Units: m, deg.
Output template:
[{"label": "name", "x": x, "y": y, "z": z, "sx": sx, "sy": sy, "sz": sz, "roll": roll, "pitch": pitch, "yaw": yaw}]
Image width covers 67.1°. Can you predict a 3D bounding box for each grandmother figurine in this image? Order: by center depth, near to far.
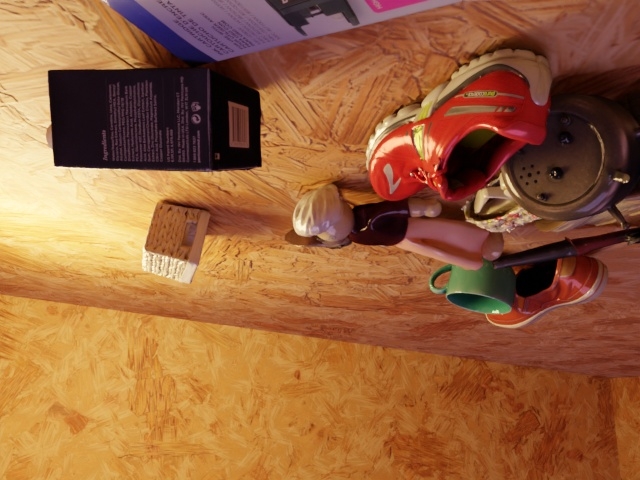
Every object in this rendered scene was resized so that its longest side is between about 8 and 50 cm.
[{"label": "grandmother figurine", "x": 0.123, "y": -0.020, "z": 0.785, "sx": 0.342, "sy": 0.104, "sz": 0.208, "roll": 8, "pitch": 151, "yaw": -16}]

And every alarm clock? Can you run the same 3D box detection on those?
[{"label": "alarm clock", "x": 0.242, "y": -0.092, "z": 0.515, "sx": 0.064, "sy": 0.129, "sz": 0.192, "roll": -10, "pitch": -154, "yaw": -35}]

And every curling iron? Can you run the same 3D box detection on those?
[{"label": "curling iron", "x": 0.421, "y": 0.006, "z": 0.790, "sx": 0.274, "sy": 0.035, "sz": 0.068, "roll": -11, "pitch": 167, "yaw": 12}]

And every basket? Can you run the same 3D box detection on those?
[{"label": "basket", "x": -0.286, "y": 0.007, "z": 0.944, "sx": 0.103, "sy": 0.113, "sz": 0.167, "roll": 14, "pitch": 158, "yaw": -15}]

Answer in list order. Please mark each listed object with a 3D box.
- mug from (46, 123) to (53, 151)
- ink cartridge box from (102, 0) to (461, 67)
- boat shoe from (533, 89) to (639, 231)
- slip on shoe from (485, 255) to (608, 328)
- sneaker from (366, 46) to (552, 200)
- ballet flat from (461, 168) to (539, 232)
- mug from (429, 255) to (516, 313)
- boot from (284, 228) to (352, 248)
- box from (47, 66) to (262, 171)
[{"label": "mug", "x": -0.307, "y": -0.147, "z": 0.628, "sx": 0.064, "sy": 0.078, "sz": 0.062, "roll": -25, "pitch": 112, "yaw": 40}, {"label": "ink cartridge box", "x": -0.082, "y": -0.198, "z": 0.304, "sx": 0.311, "sy": 0.065, "sz": 0.186, "roll": 9, "pitch": 167, "yaw": 41}, {"label": "boat shoe", "x": 0.357, "y": -0.082, "z": 0.545, "sx": 0.098, "sy": 0.109, "sz": 0.302, "roll": -1, "pitch": 163, "yaw": -7}, {"label": "slip on shoe", "x": 0.446, "y": 0.103, "z": 1.025, "sx": 0.101, "sy": 0.123, "sz": 0.331, "roll": 24, "pitch": 155, "yaw": -4}, {"label": "sneaker", "x": 0.132, "y": -0.094, "z": 0.540, "sx": 0.107, "sy": 0.118, "sz": 0.279, "roll": 13, "pitch": 159, "yaw": -19}, {"label": "ballet flat", "x": 0.256, "y": -0.063, "z": 0.626, "sx": 0.077, "sy": 0.091, "sz": 0.241, "roll": 3, "pitch": 161, "yaw": -6}, {"label": "mug", "x": 0.320, "y": 0.080, "z": 0.991, "sx": 0.157, "sy": 0.097, "sz": 0.129, "roll": 20, "pitch": 161, "yaw": -7}, {"label": "boot", "x": 0.000, "y": 0.000, "z": 0.956, "sx": 0.118, "sy": 0.042, "sz": 0.087, "roll": -1, "pitch": 168, "yaw": 37}, {"label": "box", "x": -0.158, "y": -0.119, "z": 0.501, "sx": 0.158, "sy": 0.093, "sz": 0.156, "roll": 2, "pitch": -170, "yaw": 9}]
